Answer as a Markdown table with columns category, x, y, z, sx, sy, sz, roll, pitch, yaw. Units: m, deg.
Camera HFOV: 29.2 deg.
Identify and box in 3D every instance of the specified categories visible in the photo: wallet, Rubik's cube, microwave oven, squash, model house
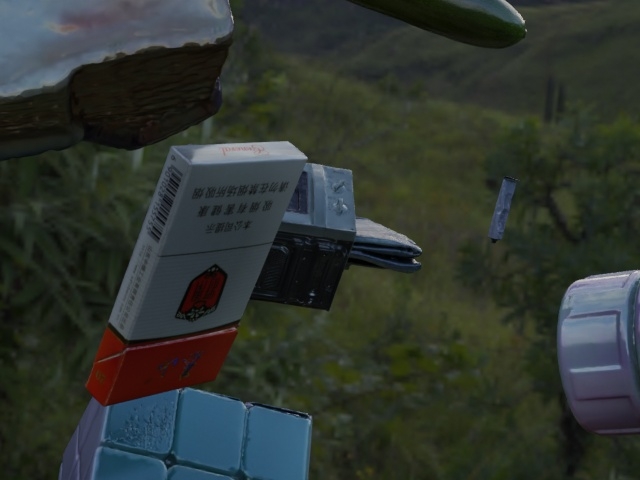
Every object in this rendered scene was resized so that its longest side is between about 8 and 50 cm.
| category | x | y | z | sx | sy | sz | roll | pitch | yaw |
| --- | --- | --- | --- | --- | --- | --- | --- | --- | --- |
| wallet | 0.000 | 0.000 | 1.853 | 0.237 | 0.075 | 0.342 | 8 | 6 | -12 |
| Rubik's cube | -0.157 | 0.293 | 1.259 | 0.225 | 0.231 | 0.221 | 17 | -38 | -16 |
| microwave oven | -0.074 | -0.010 | 1.478 | 0.208 | 0.162 | 0.122 | 9 | 43 | -11 |
| squash | 0.096 | -0.263 | 1.299 | 0.258 | 0.069 | 0.069 | 23 | 4 | 18 |
| model house | -0.244 | -0.191 | 1.066 | 0.312 | 0.245 | 0.280 | -12 | -8 | -12 |

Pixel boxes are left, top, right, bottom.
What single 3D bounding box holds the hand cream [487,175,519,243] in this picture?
| category | x | y | z | sx | sy | sz | roll | pitch | yaw |
| --- | --- | --- | --- | --- | --- | --- | --- | --- | --- |
| hand cream | 0.244 | -0.041 | 1.659 | 0.030 | 0.093 | 0.019 | 6 | 11 | -41 |

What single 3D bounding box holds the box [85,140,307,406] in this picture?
| category | x | y | z | sx | sy | sz | roll | pitch | yaw |
| --- | --- | --- | --- | --- | --- | --- | --- | --- | --- |
| box | -0.107 | 0.028 | 1.047 | 0.035 | 0.245 | 0.139 | 39 | 28 | 32 |

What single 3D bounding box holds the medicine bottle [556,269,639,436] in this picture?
| category | x | y | z | sx | sy | sz | roll | pitch | yaw |
| --- | --- | --- | --- | --- | --- | --- | --- | --- | --- |
| medicine bottle | 0.277 | 0.082 | 0.925 | 0.168 | 0.135 | 0.135 | -10 | -9 | 30 |
